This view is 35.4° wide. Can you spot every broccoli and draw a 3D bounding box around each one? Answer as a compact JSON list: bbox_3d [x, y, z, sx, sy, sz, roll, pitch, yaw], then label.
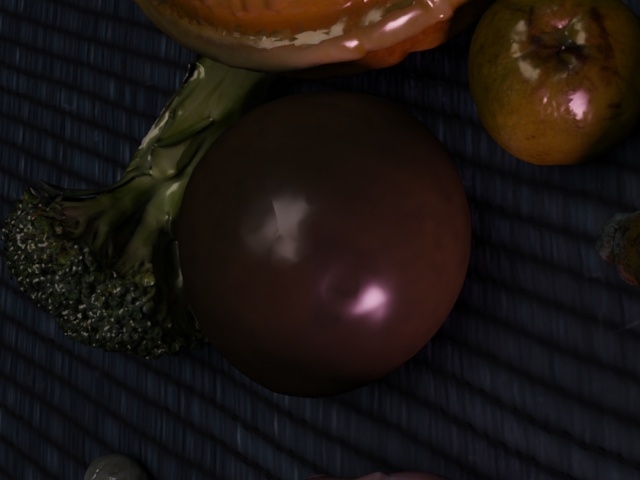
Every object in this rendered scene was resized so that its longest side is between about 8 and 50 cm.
[{"bbox_3d":[-0.144,-0.053,0.995,0.221,0.252,0.361,26,59,30],"label":"broccoli"}]

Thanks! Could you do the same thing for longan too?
[{"bbox_3d":[0.000,0.000,0.840,0.258,0.258,0.258,-8,75,30],"label":"longan"}]

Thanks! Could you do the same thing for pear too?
[{"bbox_3d":[0.190,-0.135,0.799,0.149,0.162,0.148,-3,80,20],"label":"pear"}]

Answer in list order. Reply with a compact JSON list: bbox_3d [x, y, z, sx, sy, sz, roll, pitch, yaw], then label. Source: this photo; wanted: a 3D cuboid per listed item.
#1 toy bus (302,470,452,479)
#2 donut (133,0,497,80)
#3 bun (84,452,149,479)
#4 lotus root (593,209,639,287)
[{"bbox_3d":[0.061,0.292,0.725,0.232,0.197,0.294,-24,24,6],"label":"toy bus"},{"bbox_3d":[0.019,-0.331,0.881,0.449,0.198,0.449,-8,61,14],"label":"donut"},{"bbox_3d":[-0.210,0.257,1.020,0.083,0.045,0.083,-6,80,34],"label":"bun"},{"bbox_3d":[0.327,0.035,0.685,0.322,0.140,0.158,23,92,36],"label":"lotus root"}]
